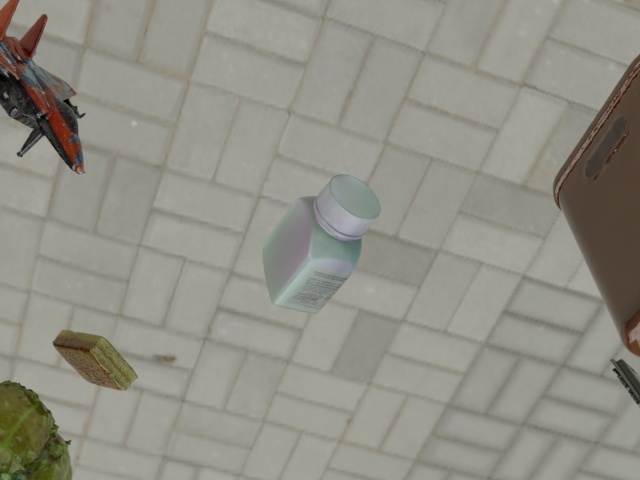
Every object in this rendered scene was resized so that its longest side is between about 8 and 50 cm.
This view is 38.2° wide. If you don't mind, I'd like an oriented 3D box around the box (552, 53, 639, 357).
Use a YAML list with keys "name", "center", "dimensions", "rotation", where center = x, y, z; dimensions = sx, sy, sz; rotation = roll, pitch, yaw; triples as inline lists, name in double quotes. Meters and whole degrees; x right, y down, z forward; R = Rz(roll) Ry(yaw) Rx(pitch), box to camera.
- name: "box"
  center: [0.448, -0.013, 0.925]
  dimensions: [0.339, 0.229, 0.239]
  rotation: [11, 132, -16]

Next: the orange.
- name: "orange"
  center: [-0.475, 0.313, 1.181]
  dimensions: [0.300, 0.223, 0.301]
  rotation: [21, 114, 0]

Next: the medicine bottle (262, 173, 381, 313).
- name: "medicine bottle"
  center: [0.000, 0.000, 0.803]
  dimensions: [0.055, 0.074, 0.118]
  rotation: [16, 131, -27]

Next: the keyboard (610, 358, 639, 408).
- name: "keyboard"
  center: [0.487, 0.250, 1.336]
  dimensions: [0.093, 0.230, 0.025]
  rotation: [39, 105, -17]

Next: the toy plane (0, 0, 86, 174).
- name: "toy plane"
  center: [-0.217, -0.107, 0.686]
  dimensions: [0.061, 0.189, 0.130]
  rotation: [-35, 149, 13]

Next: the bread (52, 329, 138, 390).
- name: "bread"
  center: [-0.311, 0.164, 1.271]
  dimensions: [0.094, 0.035, 0.090]
  rotation: [3, 136, 42]
